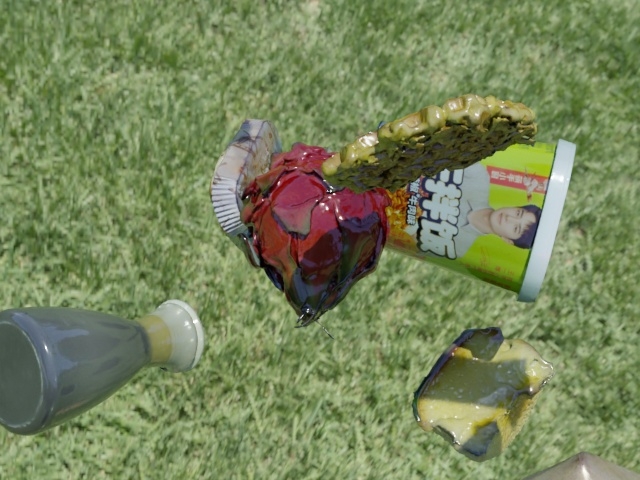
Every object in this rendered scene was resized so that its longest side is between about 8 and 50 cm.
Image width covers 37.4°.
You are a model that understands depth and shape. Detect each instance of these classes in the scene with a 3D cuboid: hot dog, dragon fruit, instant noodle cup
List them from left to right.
[{"bbox_3d":[-0.131,-0.113,1.689,0.075,0.144,0.268,-7,34,19],"label":"hot dog"},{"bbox_3d":[0.000,0.000,1.377,0.233,0.234,0.293,0,79,-17],"label":"dragon fruit"},{"bbox_3d":[0.229,-0.061,1.538,0.307,0.294,0.294,14,50,10],"label":"instant noodle cup"}]

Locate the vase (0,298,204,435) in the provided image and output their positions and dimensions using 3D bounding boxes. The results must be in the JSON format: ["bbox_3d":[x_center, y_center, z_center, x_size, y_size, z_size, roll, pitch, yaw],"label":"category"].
[{"bbox_3d":[-0.320,0.163,1.387,0.173,0.173,0.321,50,31,21],"label":"vase"}]

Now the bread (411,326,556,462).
[{"bbox_3d":[0.270,0.276,1.608,0.174,0.133,0.251,27,54,27],"label":"bread"}]

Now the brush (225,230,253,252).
[{"bbox_3d":[-0.100,0.019,1.699,0.068,0.060,0.297,-2,21,-32],"label":"brush"}]

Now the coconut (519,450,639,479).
[{"bbox_3d":[0.281,0.364,0.994,0.328,0.329,0.329,8,52,-11],"label":"coconut"}]

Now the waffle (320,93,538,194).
[{"bbox_3d":[0.130,-0.110,1.116,0.254,0.245,0.052,-2,74,-59],"label":"waffle"}]
